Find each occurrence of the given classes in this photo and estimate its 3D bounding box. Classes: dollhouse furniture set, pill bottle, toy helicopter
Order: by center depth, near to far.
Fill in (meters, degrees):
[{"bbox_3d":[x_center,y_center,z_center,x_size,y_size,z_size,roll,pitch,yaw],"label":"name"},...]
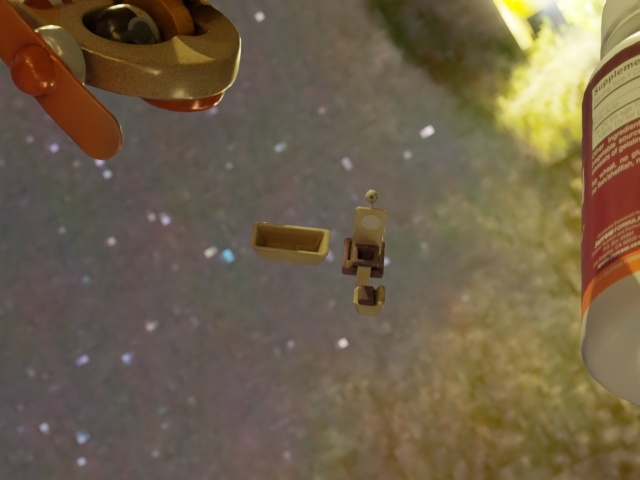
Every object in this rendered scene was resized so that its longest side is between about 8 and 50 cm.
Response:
[{"bbox_3d":[0.000,0.000,1.370,0.091,0.114,0.081,-84,1,-47],"label":"dollhouse furniture set"},{"bbox_3d":[-0.243,-0.177,1.387,0.235,0.355,0.140,-72,-6,-58],"label":"toy helicopter"},{"bbox_3d":[0.346,-0.059,1.506,0.224,0.224,0.392,49,-142,-44],"label":"pill bottle"}]
